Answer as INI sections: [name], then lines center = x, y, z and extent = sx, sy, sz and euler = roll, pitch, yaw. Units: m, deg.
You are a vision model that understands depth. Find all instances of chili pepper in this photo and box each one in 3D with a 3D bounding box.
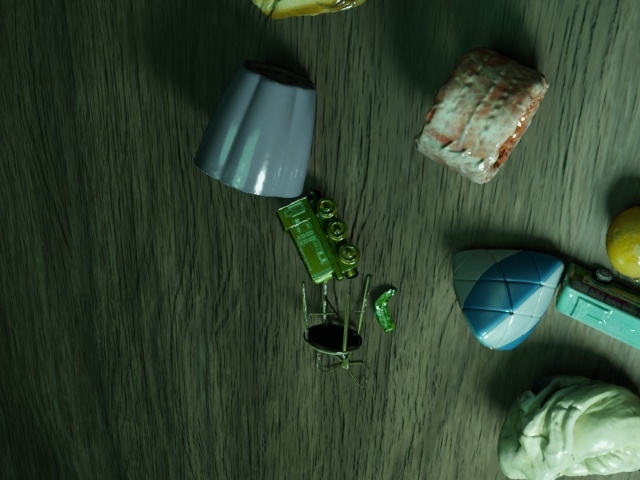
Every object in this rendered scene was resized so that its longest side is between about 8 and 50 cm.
[chili pepper]
center = 0.156, 0.165, 1.827
extent = 0.055, 0.035, 0.118
euler = 8, 108, 15

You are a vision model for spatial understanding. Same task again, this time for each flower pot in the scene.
[flower pot]
center = -0.129, -0.258, 1.671
extent = 0.265, 0.265, 0.243
euler = 25, 111, 19

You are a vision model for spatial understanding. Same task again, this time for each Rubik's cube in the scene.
[Rubik's cube]
center = 0.389, 0.084, 1.587
extent = 0.254, 0.254, 0.255
euler = 14, 120, 26

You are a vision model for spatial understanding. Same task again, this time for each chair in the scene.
[chair]
center = 0.037, 0.236, 1.861
extent = 0.159, 0.170, 0.326
euler = 14, 114, 23

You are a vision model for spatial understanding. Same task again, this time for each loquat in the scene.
[loquat]
center = 0.603, 0.007, 1.403
extent = 0.141, 0.141, 0.141
euler = 14, 120, 26

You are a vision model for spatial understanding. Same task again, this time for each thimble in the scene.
[thimble]
center = 0.297, -0.233, 1.412
extent = 0.162, 0.239, 0.239
euler = 34, 127, 14

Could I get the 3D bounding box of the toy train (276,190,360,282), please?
[toy train]
center = 0.000, 0.000, 1.749
extent = 0.137, 0.090, 0.226
euler = -25, 80, -4

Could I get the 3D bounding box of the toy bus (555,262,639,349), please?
[toy bus]
center = 0.598, 0.141, 1.493
extent = 0.261, 0.109, 0.091
euler = 25, 130, 21

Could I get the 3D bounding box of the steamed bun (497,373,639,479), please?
[steamed bun]
center = 0.525, 0.384, 1.578
extent = 0.319, 0.275, 0.206
euler = -8, 80, 6

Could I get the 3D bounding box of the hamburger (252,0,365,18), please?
[hamburger]
center = -0.017, -0.587, 1.463
extent = 0.304, 0.174, 0.284
euler = 4, 113, 30
